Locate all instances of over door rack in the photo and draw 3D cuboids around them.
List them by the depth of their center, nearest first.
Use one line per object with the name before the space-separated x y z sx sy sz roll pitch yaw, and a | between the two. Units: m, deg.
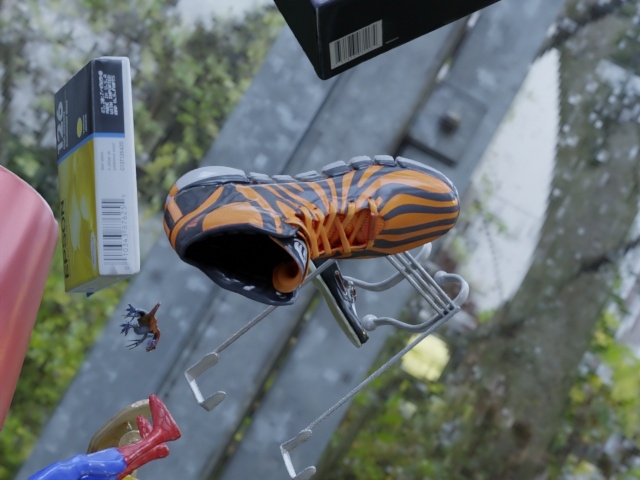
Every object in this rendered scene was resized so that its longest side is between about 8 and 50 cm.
over door rack | 0.002 0.102 1.776 0.108 0.324 0.239 40 -3 44

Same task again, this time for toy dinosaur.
toy dinosaur | -0.202 0.106 1.749 0.090 0.047 0.082 -6 -20 32

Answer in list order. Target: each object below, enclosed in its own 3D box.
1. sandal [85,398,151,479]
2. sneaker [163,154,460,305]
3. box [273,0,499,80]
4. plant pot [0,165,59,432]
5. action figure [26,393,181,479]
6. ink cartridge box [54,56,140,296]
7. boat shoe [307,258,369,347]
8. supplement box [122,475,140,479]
sandal | -0.278 0.306 2.013 0.088 0.240 0.079 -10 63 -49
sneaker | 0.000 0.000 1.554 0.321 0.124 0.180 -5 26 -7
box | 0.073 -0.270 1.181 0.184 0.261 0.103 59 -12 27
plant pot | -0.401 0.051 1.517 0.275 0.243 0.275 17 -29 10
action figure | -0.280 0.202 1.329 0.139 0.280 0.091 51 -31 13
ink cartridge box | -0.334 -0.081 2.142 0.072 0.303 0.307 -2 -8 -25
boat shoe | 0.022 0.060 1.707 0.133 0.042 0.049 60 -13 11
supplement box | -0.225 0.387 1.682 0.191 0.194 0.129 18 -47 9
